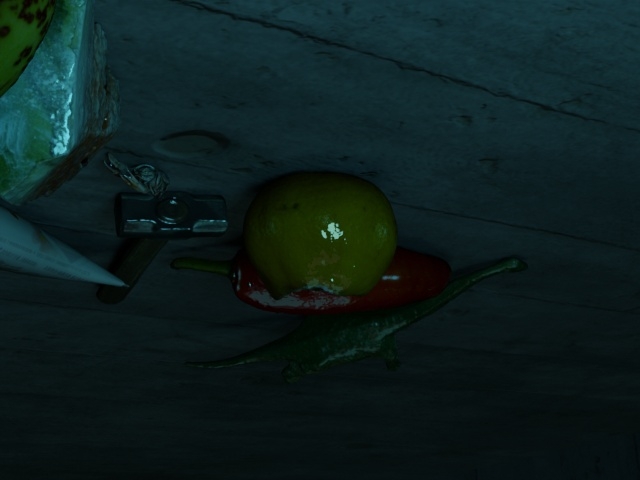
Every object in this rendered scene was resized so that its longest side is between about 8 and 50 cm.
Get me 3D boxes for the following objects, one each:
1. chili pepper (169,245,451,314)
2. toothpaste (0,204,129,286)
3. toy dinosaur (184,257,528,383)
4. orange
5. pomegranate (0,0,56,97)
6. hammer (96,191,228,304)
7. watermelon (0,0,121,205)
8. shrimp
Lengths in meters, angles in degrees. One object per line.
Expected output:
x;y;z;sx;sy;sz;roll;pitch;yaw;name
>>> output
0.020;0.047;1.702;0.369;0.091;0.137;6;171;-27;chili pepper
-0.309;0.007;1.506;0.100;0.066;0.323;12;172;21;toothpaste
0.038;0.116;1.936;0.447;0.087;0.301;-11;164;-5;toy dinosaur
0.000;0.000;1.464;0.157;0.134;0.156;2;153;1;orange
-0.251;-0.152;0.823;0.214;0.214;0.248;-5;-164;-2;pomegranate
-0.200;0.017;1.626;0.111;0.043;0.365;-1;165;-19;hammer
-0.198;-0.099;1.109;0.095;0.154;0.241;-6;176;1;watermelon
-0.168;-0.057;1.381;0.092;0.038;0.029;20;108;-54;shrimp
